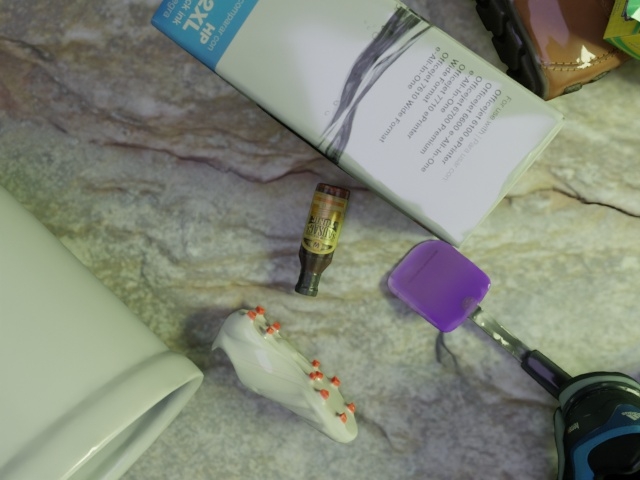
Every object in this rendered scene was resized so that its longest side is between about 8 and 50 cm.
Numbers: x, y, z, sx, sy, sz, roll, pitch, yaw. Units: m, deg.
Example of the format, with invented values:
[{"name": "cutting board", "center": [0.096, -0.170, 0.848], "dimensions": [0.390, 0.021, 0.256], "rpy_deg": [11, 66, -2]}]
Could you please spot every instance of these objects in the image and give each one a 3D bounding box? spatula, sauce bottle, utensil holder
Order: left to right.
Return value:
[{"name": "utensil holder", "center": [-0.370, 0.120, 0.531], "dimensions": [0.385, 0.327, 0.327], "rpy_deg": [43, 97, 6]}, {"name": "sauce bottle", "center": [0.000, 0.000, 0.611], "dimensions": [0.042, 0.042, 0.128], "rpy_deg": [14, 94, 8]}, {"name": "spatula", "center": [0.209, 0.112, 0.588], "dimensions": [0.296, 0.030, 0.084], "rpy_deg": [40, 93, 6]}]

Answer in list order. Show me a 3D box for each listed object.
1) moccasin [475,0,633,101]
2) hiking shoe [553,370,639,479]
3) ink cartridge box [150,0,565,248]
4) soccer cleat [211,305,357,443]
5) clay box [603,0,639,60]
[{"name": "moccasin", "center": [0.192, -0.330, 0.522], "dimensions": [0.147, 0.139, 0.380], "rpy_deg": [-28, 88, 8]}, {"name": "hiking shoe", "center": [0.279, 0.285, 0.518], "dimensions": [0.113, 0.132, 0.303], "rpy_deg": [-8, 104, 11]}, {"name": "ink cartridge box", "center": [0.037, -0.135, 0.509], "dimensions": [0.307, 0.223, 0.129], "rpy_deg": [37, 97, 6]}, {"name": "soccer cleat", "center": [-0.041, 0.160, 0.614], "dimensions": [0.196, 0.068, 0.076], "rpy_deg": [44, 102, 12]}, {"name": "clay box", "center": [0.346, -0.216, 0.489], "dimensions": [0.222, 0.053, 0.127], "rpy_deg": [15, 95, -26]}]
